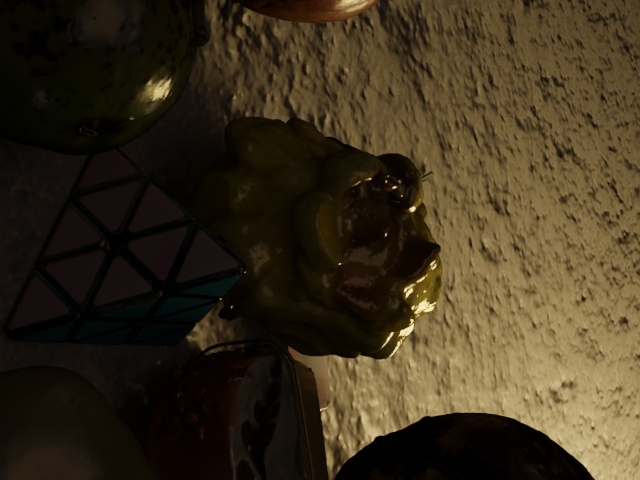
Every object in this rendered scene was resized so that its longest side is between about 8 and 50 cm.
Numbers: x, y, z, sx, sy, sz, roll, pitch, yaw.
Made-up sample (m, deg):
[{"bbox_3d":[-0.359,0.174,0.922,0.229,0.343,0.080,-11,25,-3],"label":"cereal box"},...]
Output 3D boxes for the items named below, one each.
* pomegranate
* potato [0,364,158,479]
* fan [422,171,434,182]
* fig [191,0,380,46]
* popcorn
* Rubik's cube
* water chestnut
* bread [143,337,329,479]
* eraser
[{"bbox_3d":[-0.208,-0.190,1.224,0.214,0.214,0.248,24,46,-50],"label":"pomegranate"},{"bbox_3d":[-0.222,0.261,1.143,0.243,0.221,0.326,-19,94,-62],"label":"potato"},{"bbox_3d":[0.096,-0.054,1.755,0.133,0.005,0.085,-36,115,-47],"label":"fan"},{"bbox_3d":[-0.048,-0.290,1.469,0.249,0.186,0.203,-27,91,-7],"label":"fig"},{"bbox_3d":[0.000,0.000,1.449,0.286,0.252,0.215,26,93,-40],"label":"popcorn"},{"bbox_3d":[-0.208,0.021,1.324,0.178,0.211,0.190,-25,76,-30],"label":"Rubik's cube"},{"bbox_3d":[0.120,0.333,1.510,0.347,0.335,0.335,2,86,-46],"label":"water chestnut"},{"bbox_3d":[-0.078,0.206,1.414,0.212,0.142,0.224,-3,84,-63],"label":"bread"},{"bbox_3d":[-0.021,0.127,1.575,0.065,0.026,0.105,-13,98,-55],"label":"eraser"}]
